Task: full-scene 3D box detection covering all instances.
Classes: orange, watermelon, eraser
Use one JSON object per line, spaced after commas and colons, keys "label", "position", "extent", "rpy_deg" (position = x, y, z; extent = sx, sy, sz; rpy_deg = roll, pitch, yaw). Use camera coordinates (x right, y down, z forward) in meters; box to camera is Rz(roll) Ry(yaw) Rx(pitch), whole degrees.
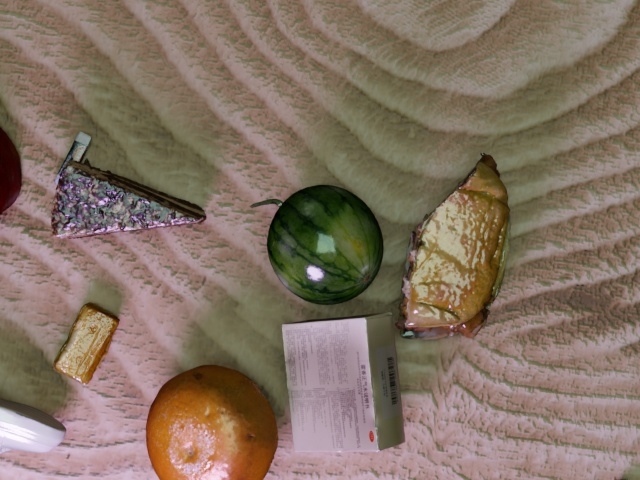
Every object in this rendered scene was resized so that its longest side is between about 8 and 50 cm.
{"label": "orange", "position": [-0.173, 0.312, 1.878], "extent": [0.224, 0.170, 0.224], "rpy_deg": [1, 93, 21]}
{"label": "watermelon", "position": [0.000, 0.000, 1.887], "extent": [0.188, 0.188, 0.214], "rpy_deg": [-48, 62, -2]}
{"label": "eraser", "position": [-0.417, -0.135, 1.977], "extent": [0.027, 0.019, 0.099], "rpy_deg": [27, 87, 2]}

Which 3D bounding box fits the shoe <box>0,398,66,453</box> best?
{"label": "shoe", "position": [-0.603, 0.321, 1.903], "extent": [0.362, 0.132, 0.160], "rpy_deg": [14, 87, 6]}

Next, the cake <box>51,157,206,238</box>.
{"label": "cake", "position": [-0.322, -0.031, 1.928], "extent": [0.246, 0.112, 0.135], "rpy_deg": [22, 98, -6]}

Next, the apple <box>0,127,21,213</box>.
{"label": "apple", "position": [-0.699, -0.097, 1.931], "extent": [0.365, 0.295, 0.329], "rpy_deg": [45, 51, 1]}

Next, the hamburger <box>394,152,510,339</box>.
{"label": "hamburger", "position": [0.217, 0.030, 1.895], "extent": [0.282, 0.155, 0.245], "rpy_deg": [-32, 90, -5]}

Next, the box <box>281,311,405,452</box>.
{"label": "box", "position": [0.038, 0.228, 1.880], "extent": [0.168, 0.095, 0.212], "rpy_deg": [-7, 88, 35]}

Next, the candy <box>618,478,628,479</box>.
{"label": "candy", "position": [0.466, 0.484, 1.927], "extent": [0.061, 0.061, 0.203], "rpy_deg": [28, 96, 2]}

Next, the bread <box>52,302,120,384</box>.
{"label": "bread", "position": [-0.388, 0.172, 1.945], "extent": [0.074, 0.053, 0.132], "rpy_deg": [25, 87, -2]}
